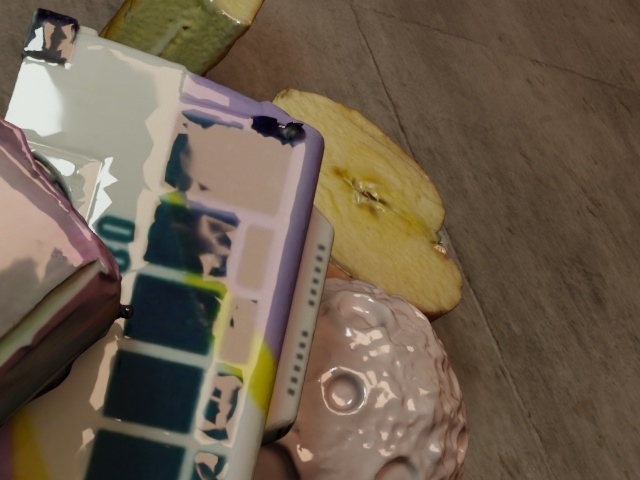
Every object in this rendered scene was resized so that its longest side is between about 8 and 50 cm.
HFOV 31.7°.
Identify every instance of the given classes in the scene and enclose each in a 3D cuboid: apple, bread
[{"bbox_3d":[0.000,0.000,1.155,0.251,0.163,0.293,33,33,-17],"label":"apple"},{"bbox_3d":[-0.151,-0.241,1.199,0.111,0.239,0.246,39,38,-16],"label":"bread"}]

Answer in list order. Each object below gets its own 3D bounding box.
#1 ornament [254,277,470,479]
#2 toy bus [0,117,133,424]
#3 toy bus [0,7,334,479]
[{"bbox_3d":[-0.009,0.147,0.933,0.259,0.259,0.225,-27,91,-51],"label":"ornament"},{"bbox_3d":[-0.270,0.086,0.500,0.171,0.162,0.386,45,71,2],"label":"toy bus"},{"bbox_3d":[-0.142,0.104,0.716,0.249,0.209,0.440,14,71,-8],"label":"toy bus"}]
